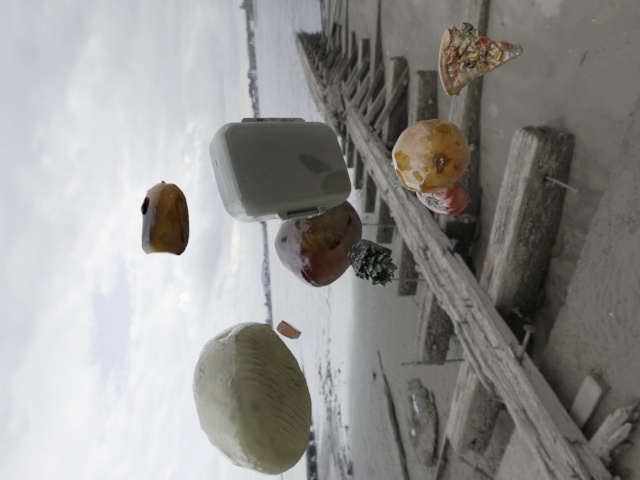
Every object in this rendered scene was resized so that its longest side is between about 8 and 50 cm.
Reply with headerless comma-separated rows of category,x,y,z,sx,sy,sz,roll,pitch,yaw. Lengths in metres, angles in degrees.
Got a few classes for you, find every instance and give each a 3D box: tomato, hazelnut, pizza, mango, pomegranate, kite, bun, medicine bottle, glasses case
tomato,0.453,-0.171,1.584,0.085,0.224,0.225,-55,1,-10
hazelnut,0.000,0.000,1.821,0.420,0.352,0.422,-29,-56,-55
pizza,0.387,-0.439,1.007,0.185,0.194,0.053,69,-155,-44
mango,-0.580,-0.082,1.565,0.201,0.152,0.288,69,-164,-84
pomegranate,0.295,-0.223,1.115,0.207,0.206,0.208,176,90,-83
kite,0.413,-0.351,2.054,0.230,0.012,0.250,-63,31,19
bun,-0.173,0.376,0.996,0.362,0.234,0.326,65,-169,27
medicine bottle,-0.097,-0.188,1.106,0.122,0.374,0.283,-27,79,51
glasses case,-0.129,0.375,1.715,0.049,0.075,0.218,-53,-11,-10

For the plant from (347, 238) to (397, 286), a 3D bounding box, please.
plant,0.185,0.075,1.489,0.194,0.129,0.133,44,125,57
